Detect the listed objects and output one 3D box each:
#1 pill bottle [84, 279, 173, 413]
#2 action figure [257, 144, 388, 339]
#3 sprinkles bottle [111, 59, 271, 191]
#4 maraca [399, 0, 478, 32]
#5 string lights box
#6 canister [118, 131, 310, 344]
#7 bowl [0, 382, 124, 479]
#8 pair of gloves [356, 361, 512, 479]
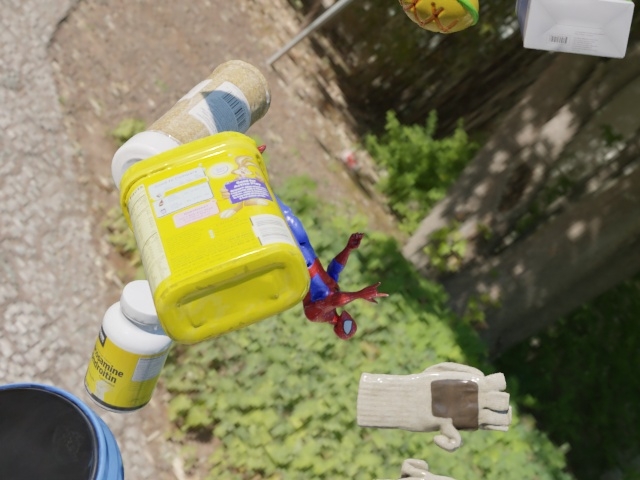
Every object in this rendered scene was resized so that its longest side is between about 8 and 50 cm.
[{"bbox_3d":[-0.267,0.149,1.513,0.103,0.184,0.103,17,32,-11],"label":"pill bottle"},{"bbox_3d":[0.000,0.000,1.387,0.280,0.139,0.091,62,25,-13],"label":"action figure"},{"bbox_3d":[-0.202,-0.178,1.748,0.121,0.121,0.355,50,37,-10],"label":"sprinkles bottle"},{"bbox_3d":[0.164,-0.387,1.657,0.185,0.099,0.127,30,-6,12],"label":"maraca"},{"bbox_3d":[0.349,-0.326,1.497,0.260,0.133,0.077,-74,170,-66],"label":"string lights box"},{"bbox_3d":[-0.087,-0.005,0.853,0.170,0.126,0.073,-117,-171,-51],"label":"canister"},{"bbox_3d":[-0.516,0.396,1.713,0.077,0.391,0.391,79,-9,-45],"label":"bowl"},{"bbox_3d":[0.155,0.282,1.409,0.042,0.204,0.240,-27,111,-86],"label":"pair of gloves"}]
